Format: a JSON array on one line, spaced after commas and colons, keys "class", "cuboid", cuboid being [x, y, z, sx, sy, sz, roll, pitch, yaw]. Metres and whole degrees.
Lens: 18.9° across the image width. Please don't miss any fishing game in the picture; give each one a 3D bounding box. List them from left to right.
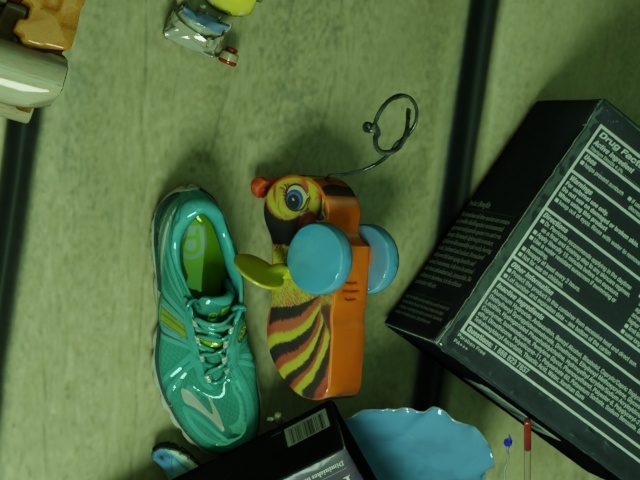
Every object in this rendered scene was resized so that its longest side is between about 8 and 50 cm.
[{"class": "fishing game", "cuboid": [0.084, 0.220, 1.936, 0.264, 0.041, 0.189, -2, 135, 6]}]

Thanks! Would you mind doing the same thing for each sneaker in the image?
[{"class": "sneaker", "cuboid": [-0.128, 0.276, 1.925, 0.073, 0.063, 0.162, -31, 100, -8]}, {"class": "sneaker", "cuboid": [-0.115, 0.082, 1.894, 0.107, 0.110, 0.275, -12, 96, -14]}]

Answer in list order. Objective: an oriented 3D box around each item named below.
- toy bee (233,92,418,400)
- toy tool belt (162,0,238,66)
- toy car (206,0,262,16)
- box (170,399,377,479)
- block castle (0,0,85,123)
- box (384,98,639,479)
[{"class": "toy bee", "cuboid": [0.000, 0.000, 1.911, 0.195, 0.162, 0.298, 34, 78, -49]}, {"class": "toy tool belt", "cuboid": [-0.113, -0.211, 1.911, 0.083, 0.052, 0.051, 22, 95, -15]}, {"class": "toy car", "cuboid": [-0.029, -0.357, 1.905, 0.225, 0.053, 0.239, -14, 96, -2]}, {"class": "box", "cuboid": [-0.059, 0.302, 1.863, 0.261, 0.103, 0.184, -27, 117, 4]}, {"class": "block castle", "cuboid": [-0.297, -0.339, 1.727, 0.213, 0.303, 0.453, 16, 88, -14]}, {"class": "box", "cuboid": [0.281, 0.056, 1.958, 0.296, 0.183, 0.294, 37, 85, -15]}]
